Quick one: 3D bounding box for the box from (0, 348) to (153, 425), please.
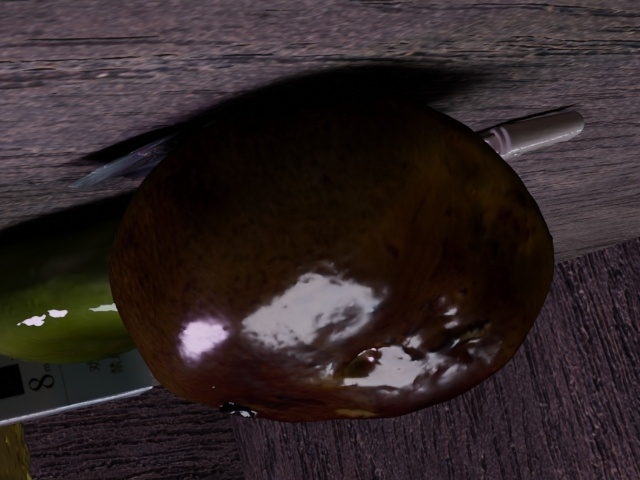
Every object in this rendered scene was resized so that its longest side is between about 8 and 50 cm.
[{"bbox_3d":[-0.298,0.100,1.736,0.243,0.155,0.067,-11,171,-19],"label":"box"}]

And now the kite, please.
[{"bbox_3d":[-0.093,-0.063,1.400,0.141,0.015,0.245,-20,171,17],"label":"kite"}]

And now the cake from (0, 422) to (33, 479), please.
[{"bbox_3d":[-0.470,0.227,2.107,0.222,0.227,0.286,-13,173,-3],"label":"cake"}]

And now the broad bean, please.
[{"bbox_3d":[-0.181,0.038,1.612,0.291,0.119,0.238,-16,173,19],"label":"broad bean"}]

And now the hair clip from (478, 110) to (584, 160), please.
[{"bbox_3d":[0.134,-0.079,1.674,0.226,0.034,0.072,-18,172,25],"label":"hair clip"}]

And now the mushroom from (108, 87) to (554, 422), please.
[{"bbox_3d":[0.000,0.000,1.390,0.345,0.259,0.345,-7,143,-5],"label":"mushroom"}]
